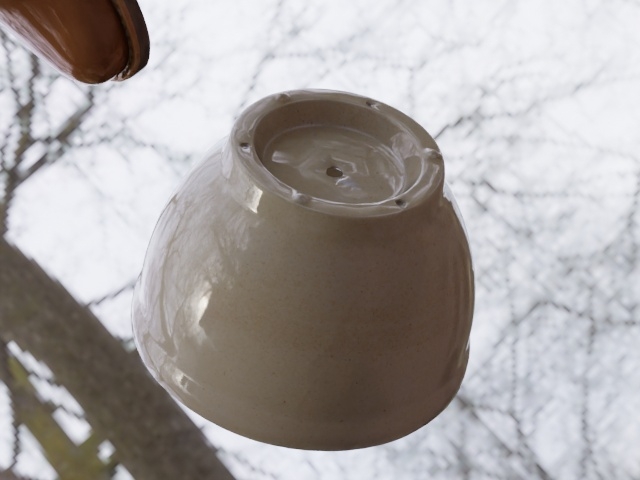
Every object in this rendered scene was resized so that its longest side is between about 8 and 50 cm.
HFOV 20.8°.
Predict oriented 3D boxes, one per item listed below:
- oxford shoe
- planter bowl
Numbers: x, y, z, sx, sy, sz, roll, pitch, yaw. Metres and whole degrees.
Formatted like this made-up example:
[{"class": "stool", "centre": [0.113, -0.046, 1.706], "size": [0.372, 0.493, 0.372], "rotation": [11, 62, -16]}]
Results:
[{"class": "oxford shoe", "centre": [-0.159, -0.123, 0.668], "size": [0.076, 0.212, 0.076], "rotation": [-50, -1, -35]}, {"class": "planter bowl", "centre": [0.000, 0.000, 0.793], "size": [0.162, 0.162, 0.109], "rotation": [-24, -40, -38]}]
